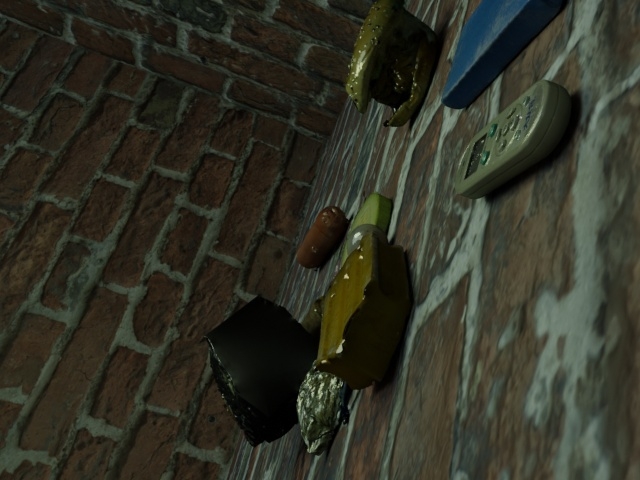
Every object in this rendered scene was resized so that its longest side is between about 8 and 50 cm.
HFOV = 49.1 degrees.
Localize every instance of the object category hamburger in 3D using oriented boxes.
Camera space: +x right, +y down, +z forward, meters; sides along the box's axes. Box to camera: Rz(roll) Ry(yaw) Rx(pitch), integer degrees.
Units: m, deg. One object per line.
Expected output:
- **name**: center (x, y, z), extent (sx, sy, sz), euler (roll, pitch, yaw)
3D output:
- **hamburger**: center (0.155, -0.397, 1.498), extent (0.192, 0.167, 0.288), euler (113, 174, -46)

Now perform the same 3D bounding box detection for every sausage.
- **sausage**: center (0.000, 0.000, 2.031), extent (0.419, 0.094, 0.094), euler (123, 147, -68)

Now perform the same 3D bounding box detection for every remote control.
- **remote control**: center (0.197, -0.099, 0.738), extent (0.221, 0.042, 0.078), euler (128, 160, -75)

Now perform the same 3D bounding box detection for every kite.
- **kite**: center (0.064, 0.011, 1.743), extent (0.360, 0.022, 0.204), euler (113, 175, -68)

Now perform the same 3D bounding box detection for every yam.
- **yam**: center (-0.039, 0.257, 1.609), extent (0.081, 0.081, 0.357), euler (-76, 10, -46)

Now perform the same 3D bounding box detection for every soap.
- **soap**: center (0.063, 0.108, 1.041), extent (0.160, 0.080, 0.257), euler (-58, 10, 23)

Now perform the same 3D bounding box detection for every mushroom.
- **mushroom**: center (0.093, 0.011, 1.277), extent (0.079, 0.085, 0.085), euler (-5, -56, -48)

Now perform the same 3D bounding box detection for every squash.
- **squash**: center (0.087, 0.008, 1.422), extent (0.219, 0.041, 0.219), euler (-161, 90, -84)

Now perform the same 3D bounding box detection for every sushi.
- **sushi**: center (-0.116, 0.285, 1.422), extent (0.215, 0.227, 0.213), euler (-36, -37, -38)

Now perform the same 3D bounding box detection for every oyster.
- **oyster**: center (0.013, 0.266, 1.198), extent (0.177, 0.064, 0.125), euler (-60, 22, 5)

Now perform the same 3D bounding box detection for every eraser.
- **eraser**: center (0.246, -0.296, 0.937), extent (0.312, 0.042, 0.144), euler (129, 159, -74)

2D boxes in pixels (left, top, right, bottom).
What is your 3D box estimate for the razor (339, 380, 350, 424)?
- **razor**: center (0.055, 0.212, 1.102), extent (0.044, 0.028, 0.155), euler (-91, 21, -75)
